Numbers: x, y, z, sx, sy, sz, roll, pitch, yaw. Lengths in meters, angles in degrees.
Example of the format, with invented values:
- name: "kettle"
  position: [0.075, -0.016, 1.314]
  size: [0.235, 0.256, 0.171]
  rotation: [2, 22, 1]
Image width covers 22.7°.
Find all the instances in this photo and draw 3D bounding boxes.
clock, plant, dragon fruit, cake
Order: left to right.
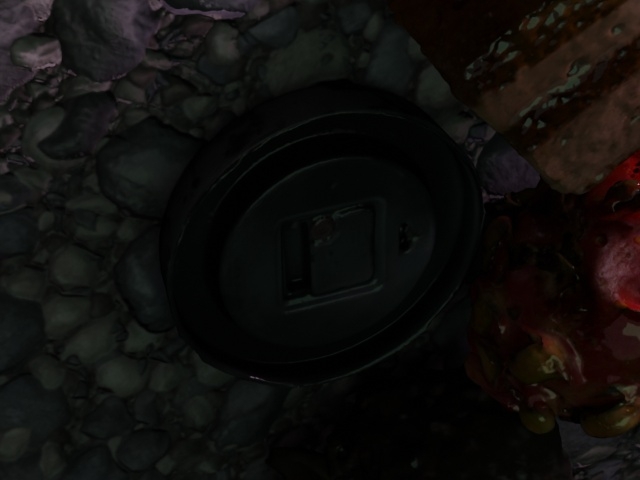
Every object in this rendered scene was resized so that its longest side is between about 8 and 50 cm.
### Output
- name: "clock"
  position: [0.000, 0.000, 1.537]
  size: [0.325, 0.067, 0.325]
  rotation: [-13, 129, -16]
- name: "plant"
  position: [0.094, 0.262, 1.681]
  size: [0.312, 0.215, 0.213]
  rotation: [-14, 132, -12]
- name: "cake"
  position: [0.216, -0.178, 1.430]
  size: [0.199, 0.196, 0.293]
  rotation: [-40, 136, 9]
- name: "dragon fruit"
  position: [0.277, 0.062, 1.563]
  size: [0.291, 0.269, 0.250]
  rotation: [-47, 115, -13]
